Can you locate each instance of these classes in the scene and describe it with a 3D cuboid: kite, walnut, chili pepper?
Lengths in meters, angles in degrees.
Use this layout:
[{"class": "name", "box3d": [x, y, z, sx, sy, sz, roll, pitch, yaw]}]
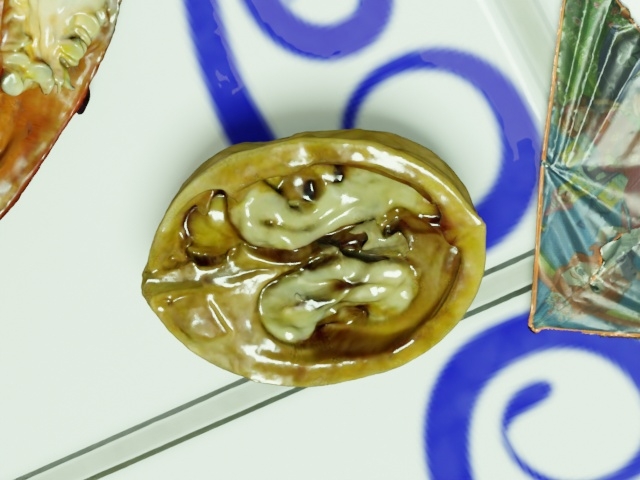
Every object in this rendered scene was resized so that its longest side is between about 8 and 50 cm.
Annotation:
[{"class": "kite", "box3d": [0.131, -0.020, 0.673, 0.159, 0.010, 0.190, -40, 104, 18]}, {"class": "walnut", "box3d": [0.000, 0.000, 0.673, 0.121, 0.052, 0.091, -9, 112, 12]}, {"class": "chili pepper", "box3d": [-0.123, -0.037, 0.679, 0.050, 0.059, 0.268, 45, 119, 29]}]
